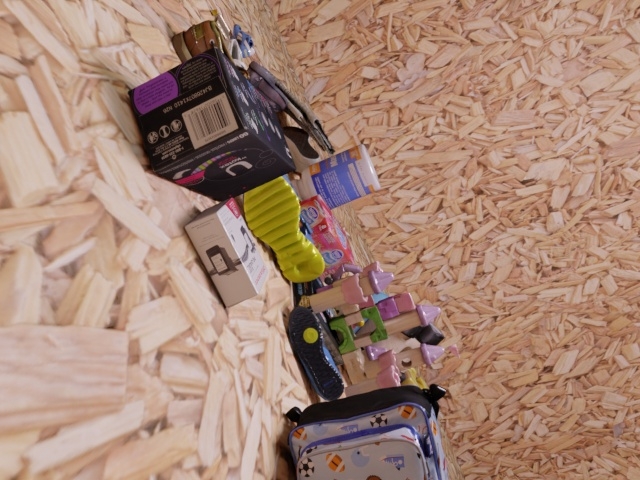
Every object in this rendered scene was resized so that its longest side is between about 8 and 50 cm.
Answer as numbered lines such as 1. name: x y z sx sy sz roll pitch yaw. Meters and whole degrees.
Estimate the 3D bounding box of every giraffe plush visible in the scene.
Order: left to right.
1. giraffe plush: 0.251 0.504 1.665 0.210 0.170 0.181 58 12 16

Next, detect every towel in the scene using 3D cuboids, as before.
1. towel: -0.088 -0.468 1.995 0.324 0.056 0.312 46 0 20

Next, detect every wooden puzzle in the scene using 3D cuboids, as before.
1. wooden puzzle: -0.302 -0.658 1.647 0.079 0.014 0.116 -90 156 -54

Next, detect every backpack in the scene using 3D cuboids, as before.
1. backpack: 0.088 0.389 0.843 0.213 0.276 0.264 -32 107 -75

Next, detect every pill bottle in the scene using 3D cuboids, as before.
1. pill bottle: 0.035 -0.177 1.646 0.152 0.271 0.152 -21 90 -80

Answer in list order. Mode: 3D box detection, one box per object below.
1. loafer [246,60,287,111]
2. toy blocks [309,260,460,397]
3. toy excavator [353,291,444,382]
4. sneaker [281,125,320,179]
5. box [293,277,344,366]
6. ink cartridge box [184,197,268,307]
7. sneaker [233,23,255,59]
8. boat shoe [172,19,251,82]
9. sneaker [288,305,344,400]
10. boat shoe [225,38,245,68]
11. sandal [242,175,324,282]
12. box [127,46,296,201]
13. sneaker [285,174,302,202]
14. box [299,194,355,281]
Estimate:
1. loafer: -0.187 -0.469 1.704 0.109 0.095 0.302 39 1 10
2. toy blocks: 0.156 0.183 1.271 0.309 0.259 0.289 -31 100 -80
3. toy excavator: 0.165 0.230 1.674 0.433 0.222 0.445 34 10 -50
4. sneaker: -0.086 -0.302 1.874 0.290 0.105 0.123 -112 -151 -50
5. box: -0.001 0.183 1.341 0.175 0.051 0.220 -98 164 -52
6. ink cartridge box: -0.150 0.018 0.884 0.109 0.063 0.151 -78 144 -72
7. sneaker: -0.249 -0.646 1.736 0.053 0.059 0.144 80 -5 -63
8. boat shoe: -0.209 -0.348 1.222 0.307 0.104 0.111 58 14 -45
9. sneaker: -0.016 0.242 1.138 0.209 0.069 0.082 65 -14 7
10. boat shoe: -0.230 -0.438 1.380 0.083 0.075 0.226 45 25 -64
11. sandal: -0.090 -0.047 1.210 0.138 0.126 0.318 -106 177 -49
12. box: -0.169 -0.178 0.908 0.270 0.165 0.144 21 47 -76
13. sneaker: -0.096 -0.142 1.479 0.192 0.064 0.086 51 24 -49
14. box: 0.000 0.000 1.521 0.257 0.122 0.128 52 20 -56
